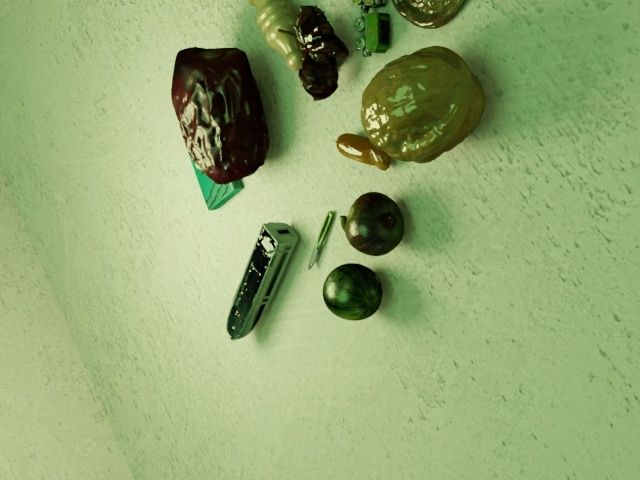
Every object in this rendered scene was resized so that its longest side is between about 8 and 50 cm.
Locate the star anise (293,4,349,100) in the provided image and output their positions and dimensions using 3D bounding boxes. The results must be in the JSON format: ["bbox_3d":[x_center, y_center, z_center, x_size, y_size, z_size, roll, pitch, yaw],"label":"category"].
[{"bbox_3d":[0.002,-0.442,1.927,0.126,0.190,0.220,-3,97,9],"label":"star anise"}]

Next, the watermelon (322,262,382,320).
[{"bbox_3d":[0.064,0.120,1.989,0.187,0.141,0.140,21,114,49],"label":"watermelon"}]

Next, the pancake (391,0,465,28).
[{"bbox_3d":[0.228,-0.569,1.723,0.250,0.031,0.250,14,109,45],"label":"pancake"}]

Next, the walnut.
[{"bbox_3d":[0.210,-0.277,1.666,0.257,0.224,0.257,-24,58,46],"label":"walnut"}]

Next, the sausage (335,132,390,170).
[{"bbox_3d":[0.103,-0.213,1.934,0.183,0.054,0.062,25,149,41],"label":"sausage"}]

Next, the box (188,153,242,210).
[{"bbox_3d":[-0.318,-0.222,2.426,0.161,0.042,0.226,-34,73,48],"label":"box"}]

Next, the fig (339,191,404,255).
[{"bbox_3d":[0.095,-0.037,1.937,0.245,0.149,0.149,-2,97,62],"label":"fig"}]

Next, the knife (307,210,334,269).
[{"bbox_3d":[0.000,0.000,2.126,0.022,0.026,0.184,22,120,0],"label":"knife"}]

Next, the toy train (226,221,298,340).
[{"bbox_3d":[-0.170,0.126,2.299,0.086,0.088,0.407,51,132,31],"label":"toy train"}]

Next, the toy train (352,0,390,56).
[{"bbox_3d":[0.115,-0.517,1.847,0.081,0.060,0.202,6,103,41],"label":"toy train"}]

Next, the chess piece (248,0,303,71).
[{"bbox_3d":[-0.116,-0.563,2.070,0.139,0.124,0.307,-33,78,42],"label":"chess piece"}]

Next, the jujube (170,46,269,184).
[{"bbox_3d":[-0.264,-0.346,2.191,0.258,0.258,0.376,-13,101,50],"label":"jujube"}]
